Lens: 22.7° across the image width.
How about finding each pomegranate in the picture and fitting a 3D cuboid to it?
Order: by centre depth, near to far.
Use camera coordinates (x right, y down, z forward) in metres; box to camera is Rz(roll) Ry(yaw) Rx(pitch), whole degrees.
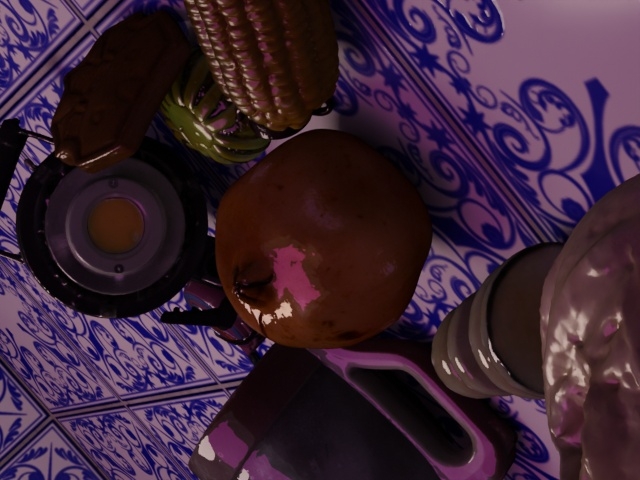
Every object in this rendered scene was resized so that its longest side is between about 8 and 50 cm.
[{"bbox_3d":[0.003,-0.003,1.484,0.209,0.209,0.209,37,155,21],"label":"pomegranate"}]

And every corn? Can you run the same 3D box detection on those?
[{"bbox_3d":[-0.068,-0.242,1.311,0.120,0.120,0.363,25,146,40],"label":"corn"}]

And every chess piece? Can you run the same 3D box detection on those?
[{"bbox_3d":[0.169,0.086,1.434,0.133,0.133,0.243,47,162,-2],"label":"chess piece"}]

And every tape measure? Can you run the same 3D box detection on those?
[{"bbox_3d":[-0.108,0.078,1.948,0.118,0.074,0.125,40,162,0],"label":"tape measure"}]

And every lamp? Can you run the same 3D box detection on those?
[{"bbox_3d":[-0.247,-0.023,1.779,0.374,0.205,0.272,19,176,8],"label":"lamp"}]

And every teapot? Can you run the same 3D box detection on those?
[{"bbox_3d":[-0.035,-0.124,1.510,0.100,0.068,0.045,-2,142,15],"label":"teapot"},{"bbox_3d":[0.058,0.232,1.779,0.312,0.233,0.315,37,128,5],"label":"teapot"}]

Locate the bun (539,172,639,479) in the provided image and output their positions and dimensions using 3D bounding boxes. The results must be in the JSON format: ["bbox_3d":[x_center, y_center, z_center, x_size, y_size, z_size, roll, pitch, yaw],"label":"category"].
[{"bbox_3d":[0.261,0.125,1.082,0.213,0.361,0.361,-8,136,10],"label":"bun"}]

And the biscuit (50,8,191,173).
[{"bbox_3d":[-0.218,-0.157,1.628,0.034,0.182,0.215,34,170,-32],"label":"biscuit"}]

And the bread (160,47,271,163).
[{"bbox_3d":[-0.112,-0.132,1.619,0.139,0.071,0.130,40,152,15],"label":"bread"}]

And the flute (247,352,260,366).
[{"bbox_3d":[-0.113,0.120,2.097,0.014,0.014,0.269,4,132,58],"label":"flute"}]
